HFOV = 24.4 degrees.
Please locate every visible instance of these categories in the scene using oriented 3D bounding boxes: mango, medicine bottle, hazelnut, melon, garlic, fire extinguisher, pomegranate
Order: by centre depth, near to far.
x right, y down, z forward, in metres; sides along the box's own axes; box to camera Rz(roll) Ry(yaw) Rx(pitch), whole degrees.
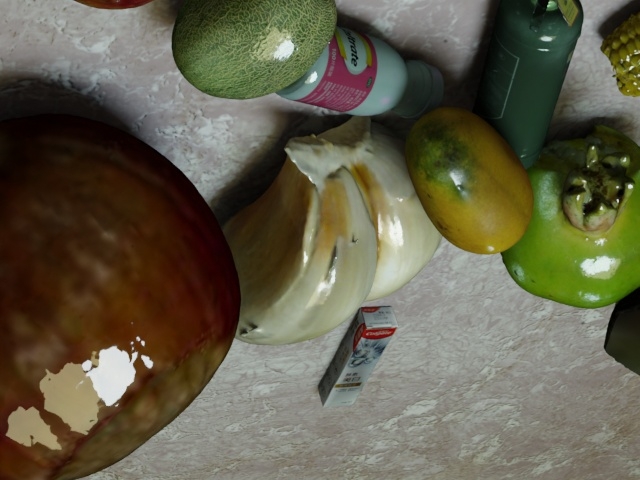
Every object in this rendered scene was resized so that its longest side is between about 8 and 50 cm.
[{"bbox_3d":[-0.062,-0.217,1.471,0.192,0.139,0.139,-30,145,26],"label":"melon"},{"bbox_3d":[-0.301,0.058,1.594,0.421,0.353,0.421,-1,112,-3],"label":"hazelnut"},{"bbox_3d":[0.041,-0.182,1.617,0.217,0.090,0.090,8,139,-45],"label":"medicine bottle"},{"bbox_3d":[0.163,-0.074,1.666,0.120,0.151,0.221,-29,136,12],"label":"mango"},{"bbox_3d":[0.233,-0.200,1.668,0.095,0.114,0.311,21,144,9],"label":"fire extinguisher"},{"bbox_3d":[0.000,0.000,1.792,0.249,0.286,0.313,32,130,5],"label":"garlic"},{"bbox_3d":[0.332,-0.032,1.833,0.236,0.236,0.302,-18,174,-1],"label":"pomegranate"}]

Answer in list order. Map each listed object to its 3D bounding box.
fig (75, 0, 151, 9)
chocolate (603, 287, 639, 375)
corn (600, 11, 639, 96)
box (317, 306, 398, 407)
[{"bbox_3d":[-0.218,-0.305,1.259,0.249,0.204,0.186,21,104,1],"label":"fig"},{"bbox_3d":[0.558,0.037,2.016,0.314,0.297,0.326,6,159,8],"label":"chocolate"},{"bbox_3d":[0.469,-0.270,1.683,0.318,0.115,0.115,-33,144,21],"label":"corn"},{"bbox_3d":[0.053,0.174,2.190,0.055,0.039,0.218,-2,143,-21],"label":"box"}]
